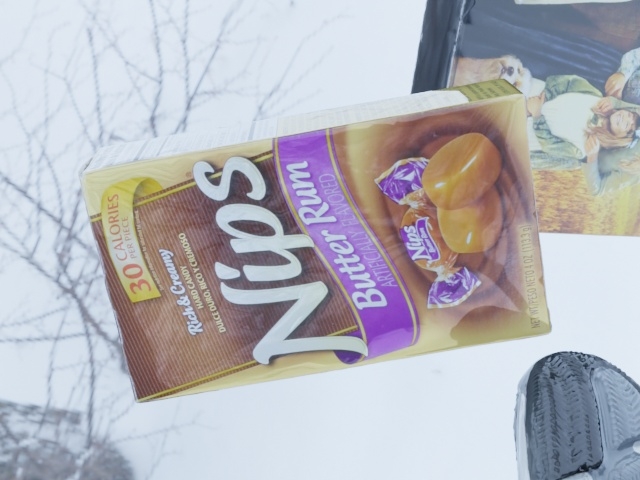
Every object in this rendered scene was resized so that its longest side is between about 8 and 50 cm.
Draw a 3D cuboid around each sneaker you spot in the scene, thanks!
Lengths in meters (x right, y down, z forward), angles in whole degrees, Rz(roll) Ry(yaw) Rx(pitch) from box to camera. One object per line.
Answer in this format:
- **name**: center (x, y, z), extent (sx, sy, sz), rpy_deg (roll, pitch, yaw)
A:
- **sneaker**: center (0.103, 0.170, 0.406), extent (0.132, 0.086, 0.228), rpy_deg (-49, 48, 51)

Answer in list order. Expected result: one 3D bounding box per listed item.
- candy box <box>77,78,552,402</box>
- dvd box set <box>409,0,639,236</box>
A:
- **candy box**: center (0.000, 0.000, 0.438), extent (0.053, 0.187, 0.109), rpy_deg (-91, -9, -72)
- **dvd box set**: center (0.277, -0.151, 0.831), extent (0.062, 0.420, 0.307), rpy_deg (-142, 59, -60)
